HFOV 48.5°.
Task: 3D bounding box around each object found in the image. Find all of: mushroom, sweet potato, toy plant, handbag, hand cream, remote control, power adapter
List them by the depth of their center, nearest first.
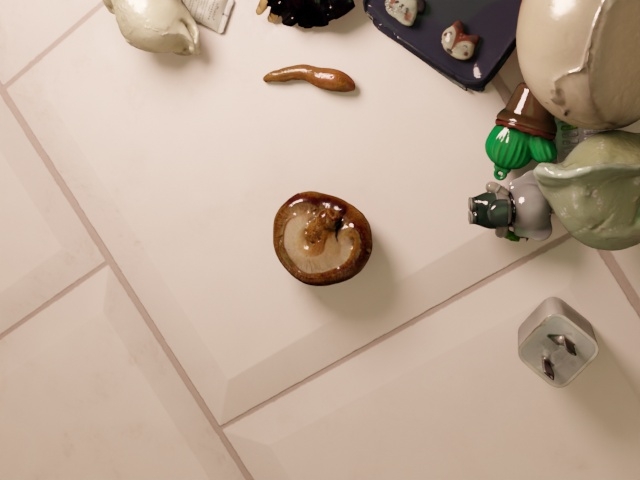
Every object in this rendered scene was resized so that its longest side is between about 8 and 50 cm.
[{"bbox_3d":[0.282,-0.500,1.387,0.303,0.122,0.329,37,106,6],"label":"handbag"},{"bbox_3d":[0.407,-0.208,1.416,0.143,0.105,0.200,19,115,18],"label":"toy plant"},{"bbox_3d":[0.473,0.212,1.422,0.125,0.205,0.130,40,109,5],"label":"power adapter"},{"bbox_3d":[0.525,-0.171,1.425,0.103,0.034,0.250,-5,99,16],"label":"remote control"},{"bbox_3d":[-0.028,-0.353,1.536,0.214,0.050,0.050,11,103,17],"label":"sweet potato"},{"bbox_3d":[0.007,-0.004,1.554,0.231,0.138,0.194,33,121,19],"label":"mushroom"},{"bbox_3d":[-0.310,-0.539,1.580,0.234,0.050,0.080,23,105,5],"label":"hand cream"}]

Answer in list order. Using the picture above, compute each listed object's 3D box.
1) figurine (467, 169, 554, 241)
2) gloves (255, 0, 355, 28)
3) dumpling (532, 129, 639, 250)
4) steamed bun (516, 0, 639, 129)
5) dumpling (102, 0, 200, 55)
[{"bbox_3d":[0.395,-0.066,1.434,0.192,0.126,0.147,-3,94,6],"label":"figurine"},{"bbox_3d":[-0.042,-0.507,1.481,0.203,0.124,0.164,-20,76,10],"label":"gloves"},{"bbox_3d":[0.554,-0.109,1.297,0.212,0.320,0.270,53,155,29],"label":"dumpling"},{"bbox_3d":[0.493,-0.385,1.247,0.241,0.374,0.374,37,112,46],"label":"steamed bun"},{"bbox_3d":[-0.370,-0.478,1.537,0.258,0.193,0.147,34,69,-14],"label":"dumpling"}]
